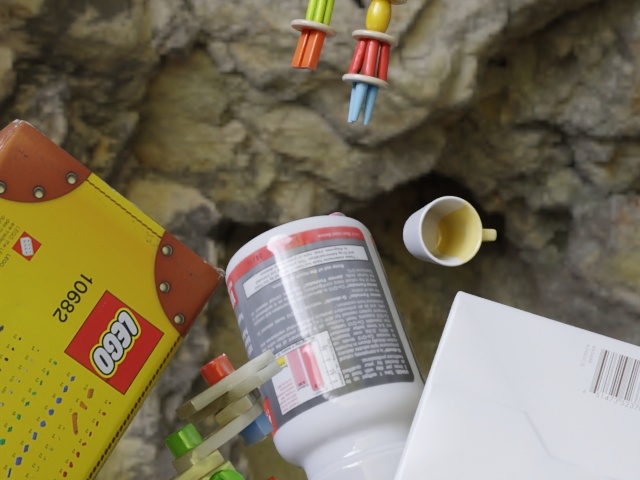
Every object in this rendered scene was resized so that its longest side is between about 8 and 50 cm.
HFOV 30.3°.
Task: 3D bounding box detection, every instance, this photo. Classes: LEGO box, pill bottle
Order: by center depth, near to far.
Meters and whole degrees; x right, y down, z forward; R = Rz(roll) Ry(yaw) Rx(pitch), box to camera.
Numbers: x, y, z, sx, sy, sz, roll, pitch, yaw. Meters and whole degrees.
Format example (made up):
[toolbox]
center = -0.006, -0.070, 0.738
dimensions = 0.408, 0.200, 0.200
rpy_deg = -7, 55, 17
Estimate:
[LEGO box]
center = -0.341, 0.184, 0.891
dimensions = 0.193, 0.372, 0.500
rpy_deg = 40, -113, -19
[pill bottle]
center = 0.020, 0.169, 1.528
dimensions = 0.210, 0.210, 0.363
rpy_deg = 59, -169, -66

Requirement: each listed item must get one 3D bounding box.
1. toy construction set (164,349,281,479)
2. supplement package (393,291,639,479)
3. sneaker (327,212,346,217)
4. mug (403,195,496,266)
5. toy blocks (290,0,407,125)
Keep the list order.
[toy construction set]
center = -0.029, 0.243, 1.014
dimensions = 0.215, 0.328, 0.151
rpy_deg = -32, -17, -22
[supplement package]
center = 0.196, 0.187, 0.889
dimensions = 0.145, 0.261, 0.204
rpy_deg = 78, -148, -67
[sneaker]
center = 0.000, 0.000, 2.014
dimensions = 0.119, 0.047, 0.057
rpy_deg = -49, 9, -21
[mug]
center = 0.112, -0.002, 1.081
dimensions = 0.062, 0.078, 0.064
rpy_deg = -58, 14, -14
[toy blocks]
center = 0.022, -0.207, 1.299
dimensions = 0.054, 0.123, 0.148
rpy_deg = 22, -100, -76
